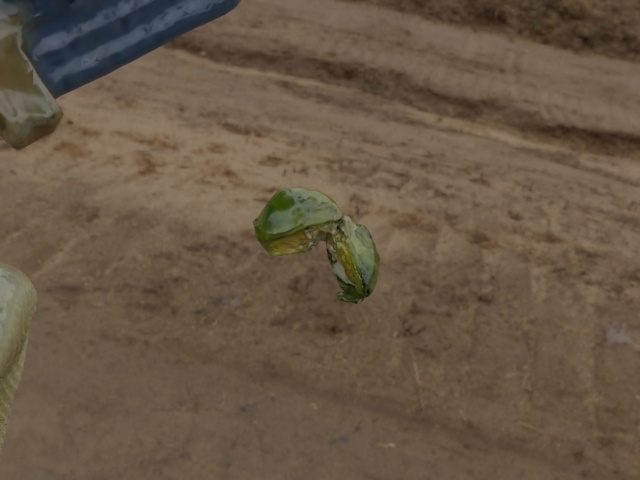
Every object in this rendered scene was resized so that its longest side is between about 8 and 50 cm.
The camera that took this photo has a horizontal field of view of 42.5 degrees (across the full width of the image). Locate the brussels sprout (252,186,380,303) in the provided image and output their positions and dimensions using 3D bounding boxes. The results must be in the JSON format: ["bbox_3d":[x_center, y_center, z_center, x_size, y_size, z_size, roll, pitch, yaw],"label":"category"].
[{"bbox_3d":[0.001,0.000,0.505,0.083,0.051,0.046,34,-6,-6],"label":"brussels sprout"}]

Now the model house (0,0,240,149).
[{"bbox_3d":[-0.179,-0.265,0.481,0.335,0.382,0.342,-37,95,-31],"label":"model house"}]

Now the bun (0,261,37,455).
[{"bbox_3d":[-0.303,0.109,0.633,0.128,0.222,0.222,13,31,-8],"label":"bun"}]
